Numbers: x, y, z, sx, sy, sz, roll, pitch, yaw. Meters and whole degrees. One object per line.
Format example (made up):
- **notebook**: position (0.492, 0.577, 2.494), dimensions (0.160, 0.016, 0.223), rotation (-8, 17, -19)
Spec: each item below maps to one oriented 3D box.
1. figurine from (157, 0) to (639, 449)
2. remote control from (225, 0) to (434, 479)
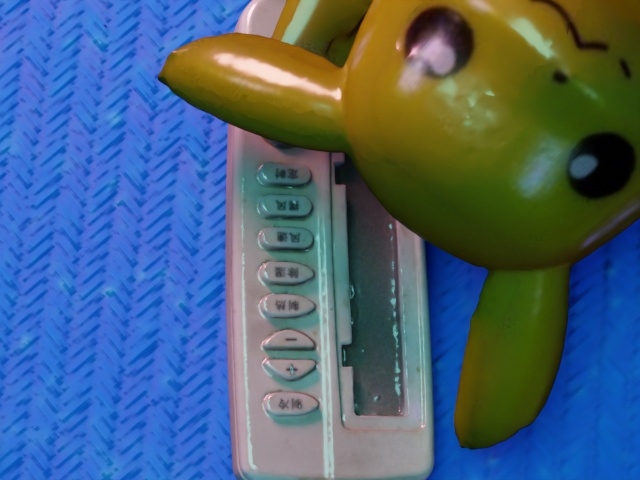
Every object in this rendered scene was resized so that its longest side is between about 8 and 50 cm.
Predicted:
- **figurine**: position (0.099, -0.105, 0.727), dimensions (0.218, 0.169, 0.327), rotation (40, 74, -1)
- **remote control**: position (0.000, 0.000, 0.782), dimensions (0.090, 0.049, 0.230), rotation (3, 73, -17)
